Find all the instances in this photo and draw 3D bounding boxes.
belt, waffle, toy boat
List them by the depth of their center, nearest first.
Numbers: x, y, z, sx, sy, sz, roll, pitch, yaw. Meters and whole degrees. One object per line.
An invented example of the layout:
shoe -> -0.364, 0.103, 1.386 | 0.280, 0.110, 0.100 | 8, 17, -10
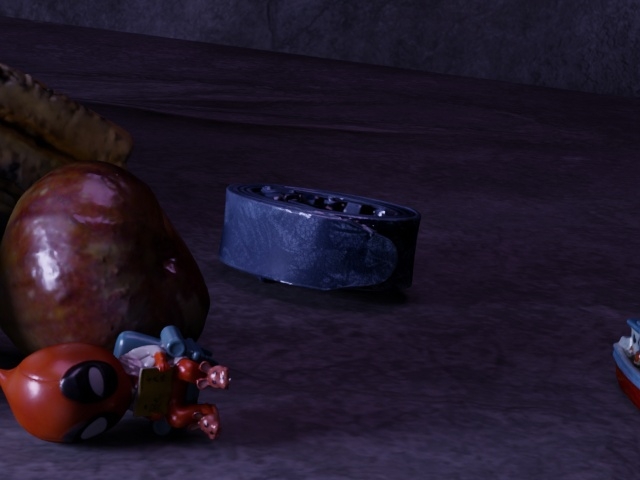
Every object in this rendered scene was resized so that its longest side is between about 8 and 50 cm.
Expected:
toy boat -> 0.260, 0.096, 1.257 | 0.069, 0.059, 0.173 | 3, 13, -7
belt -> 0.000, 0.000, 1.524 | 0.190, 0.082, 0.141 | 12, 12, 32
waffle -> -0.391, -0.121, 1.638 | 0.376, 0.114, 0.261 | 14, -7, 42

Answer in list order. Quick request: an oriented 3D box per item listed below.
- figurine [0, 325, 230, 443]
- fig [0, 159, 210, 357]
figurine -> -0.134, 0.092, 1.104 | 0.140, 0.068, 0.075 | 3, 16, -19
fig -> -0.180, 0.028, 1.237 | 0.143, 0.160, 0.231 | -47, 23, -27
